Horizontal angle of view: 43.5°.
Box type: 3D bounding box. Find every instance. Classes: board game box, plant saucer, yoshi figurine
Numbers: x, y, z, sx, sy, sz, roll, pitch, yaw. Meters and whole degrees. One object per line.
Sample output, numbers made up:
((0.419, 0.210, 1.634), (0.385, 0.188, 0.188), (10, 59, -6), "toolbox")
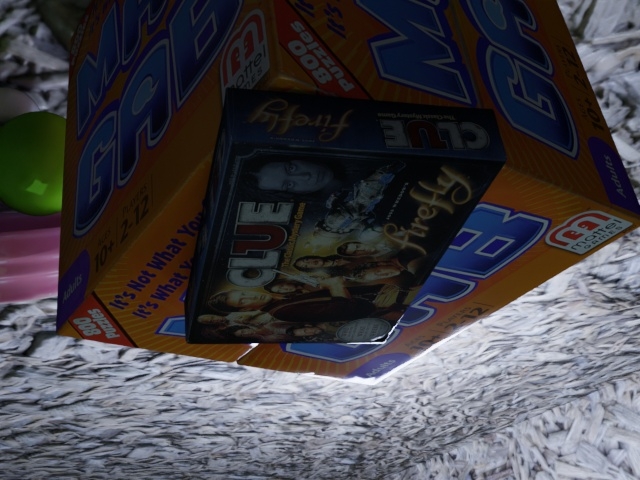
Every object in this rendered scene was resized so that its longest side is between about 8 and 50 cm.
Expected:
((-0.003, -0.115, 0.747), (0.356, 0.357, 0.356), (15, 141, -33), "board game box")
((-0.390, 0.018, 0.960), (0.332, 0.084, 0.332), (-3, -174, 0), "plant saucer")
((-0.381, -0.119, 0.815), (0.362, 0.203, 0.203), (18, 134, -41), "yoshi figurine")
((0.000, 0.000, 0.550), (0.165, 0.042, 0.243), (2, 147, -14), "board game box")
